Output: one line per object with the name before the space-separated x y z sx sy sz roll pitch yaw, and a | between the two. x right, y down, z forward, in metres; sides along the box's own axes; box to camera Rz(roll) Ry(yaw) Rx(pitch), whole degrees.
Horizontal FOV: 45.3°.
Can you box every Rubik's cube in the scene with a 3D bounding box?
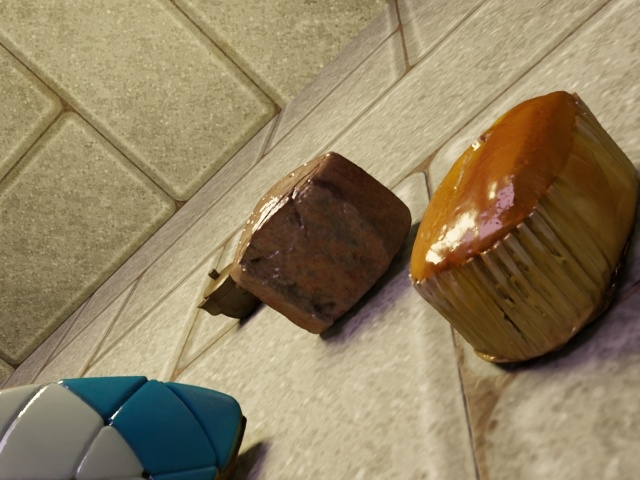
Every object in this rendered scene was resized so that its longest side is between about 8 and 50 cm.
Rubik's cube | -0.231 0.223 0.704 0.254 0.254 0.254 -43 16 15

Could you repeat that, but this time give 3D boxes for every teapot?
teapot | -0.118 0.071 1.043 0.110 0.080 0.085 -24 27 56

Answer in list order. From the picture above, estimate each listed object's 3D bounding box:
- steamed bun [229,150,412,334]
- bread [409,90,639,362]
steamed bun | 0.000 0.000 0.787 0.175 0.145 0.106 -52 17 -3
bread | 0.138 -0.017 0.535 0.132 0.114 0.190 -33 15 48
